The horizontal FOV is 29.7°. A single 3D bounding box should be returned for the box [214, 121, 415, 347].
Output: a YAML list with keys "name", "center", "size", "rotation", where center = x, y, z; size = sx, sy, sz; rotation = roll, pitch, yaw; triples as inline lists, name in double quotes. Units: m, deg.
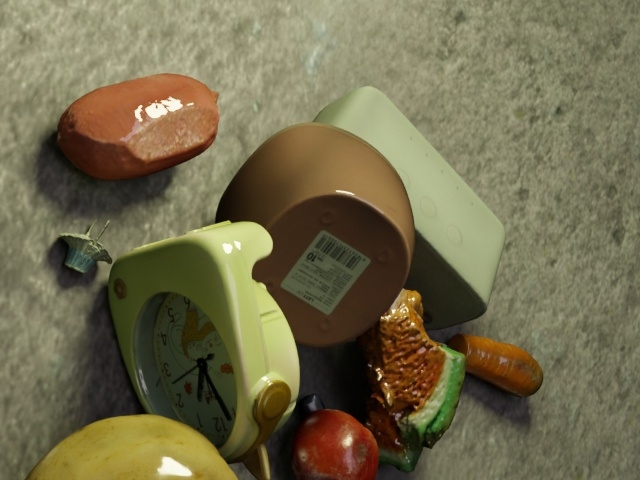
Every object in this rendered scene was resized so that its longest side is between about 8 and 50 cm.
- name: "box"
  center: [0.000, 0.000, 1.759]
  size: [0.301, 0.301, 0.216]
  rotation: [45, 10, -21]

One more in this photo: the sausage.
- name: "sausage"
  center: [-0.251, -0.164, 1.740]
  size: [0.254, 0.148, 0.148]
  rotation: [-30, 98, -39]

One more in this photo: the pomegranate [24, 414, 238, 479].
- name: "pomegranate"
  center: [-0.244, 0.375, 1.506]
  size: [0.319, 0.319, 0.319]
  rotation: [12, 71, -37]

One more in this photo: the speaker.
- name: "speaker"
  center: [0.128, -0.052, 1.999]
  size: [0.406, 0.183, 0.184]
  rotation: [46, 49, -21]

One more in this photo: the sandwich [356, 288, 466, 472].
- name: "sandwich"
  center: [0.150, 0.191, 1.907]
  size: [0.250, 0.162, 0.301]
  rotation: [-63, 143, -40]

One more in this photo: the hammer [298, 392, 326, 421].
- name: "hammer"
  center: [0.016, 0.382, 1.882]
  size: [0.137, 0.037, 0.290]
  rotation: [-17, 90, -43]

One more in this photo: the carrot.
- name: "carrot"
  center: [0.313, 0.216, 2.142]
  size: [0.193, 0.087, 0.087]
  rotation: [28, 62, -29]

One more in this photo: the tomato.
- name: "tomato"
  center: [0.039, 0.331, 1.828]
  size: [0.159, 0.091, 0.139]
  rotation: [54, 50, -20]

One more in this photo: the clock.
- name: "clock"
  center: [-0.148, 0.160, 1.646]
  size: [0.117, 0.286, 0.349]
  rotation: [-17, 93, -42]

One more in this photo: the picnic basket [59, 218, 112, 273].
- name: "picnic basket"
  center: [-0.325, 0.004, 1.687]
  size: [0.083, 0.065, 0.083]
  rotation: [29, 83, -21]
